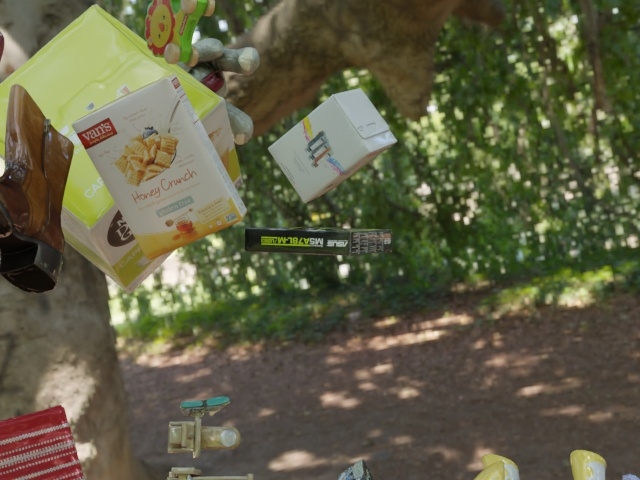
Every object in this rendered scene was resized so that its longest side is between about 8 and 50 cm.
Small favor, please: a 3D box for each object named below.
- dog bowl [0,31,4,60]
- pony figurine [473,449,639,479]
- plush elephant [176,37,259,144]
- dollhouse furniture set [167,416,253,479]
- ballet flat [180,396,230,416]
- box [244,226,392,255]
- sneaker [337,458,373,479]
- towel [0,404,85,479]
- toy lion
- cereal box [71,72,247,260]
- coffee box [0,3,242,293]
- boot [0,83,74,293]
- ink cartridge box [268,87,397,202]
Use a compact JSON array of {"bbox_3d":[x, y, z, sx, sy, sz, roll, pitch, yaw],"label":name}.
[{"bbox_3d":[-0.513,-0.124,1.089,0.150,0.408,0.408,25,-8,-15],"label":"dog bowl"},{"bbox_3d":[0.288,0.436,1.081,0.351,0.303,0.363,11,52,22],"label":"pony figurine"},{"bbox_3d":[-0.334,-0.351,2.216,0.330,0.272,0.255,27,44,8],"label":"plush elephant"},{"bbox_3d":[-0.193,0.468,1.706,0.173,0.303,0.355,2,-16,-11],"label":"dollhouse furniture set"},{"bbox_3d":[-0.263,0.384,2.127,0.114,0.041,0.041,-6,2,-6],"label":"ballet flat"},{"bbox_3d":[0.000,0.000,1.499,0.184,0.045,0.190,4,3,23],"label":"box"},{"bbox_3d":[0.046,0.377,1.375,0.058,0.052,0.135,-26,5,8],"label":"sneaker"},{"bbox_3d":[-0.439,0.396,1.384,0.199,0.275,0.031,-9,-12,-44],"label":"towel"},{"bbox_3d":[-0.166,-0.248,1.042,0.034,0.100,0.096,-3,40,-40],"label":"toy lion"},{"bbox_3d":[-0.240,-0.108,1.391,0.173,0.240,0.047,-23,17,16],"label":"cereal box"},{"bbox_3d":[-0.397,-0.166,1.766,0.337,0.338,0.334,-47,-16,-17],"label":"coffee box"},{"bbox_3d":[-0.418,-0.108,1.266,0.096,0.280,0.264,-15,-36,18],"label":"boot"},{"bbox_3d":[0.024,-0.177,1.708,0.176,0.127,0.128,-35,-3,31],"label":"ink cartridge box"}]
